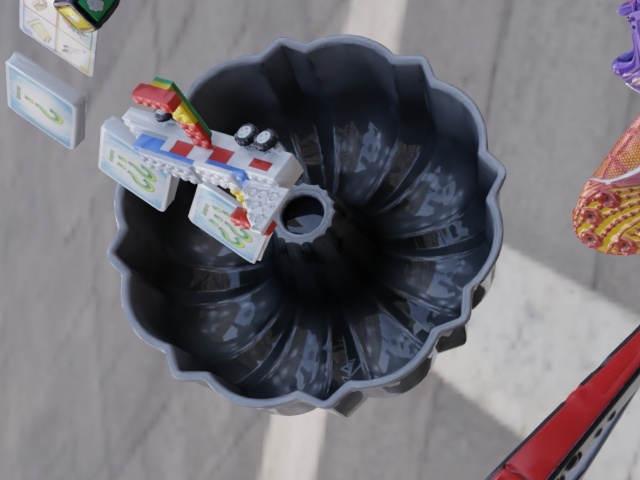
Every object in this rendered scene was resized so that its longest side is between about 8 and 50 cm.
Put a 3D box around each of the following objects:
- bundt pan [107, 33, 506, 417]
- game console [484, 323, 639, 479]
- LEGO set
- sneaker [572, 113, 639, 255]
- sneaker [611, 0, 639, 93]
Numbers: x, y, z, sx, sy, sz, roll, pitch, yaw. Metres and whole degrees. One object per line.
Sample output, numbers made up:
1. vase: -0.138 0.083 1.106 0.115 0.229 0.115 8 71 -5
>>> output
1. bundt pan: 0.000 0.000 1.419 0.124 0.331 0.331 57 -153 -63
2. game console: 0.223 0.278 1.798 0.060 0.342 0.386 41 145 17
3. LEGO set: -0.102 -0.054 0.921 0.060 0.182 0.244 -55 -1 -19
4. sneaker: 0.204 -0.054 0.981 0.175 0.064 0.067 -55 6 43
5. sneaker: 0.272 -0.184 1.330 0.068 0.071 0.170 -53 -14 -52
